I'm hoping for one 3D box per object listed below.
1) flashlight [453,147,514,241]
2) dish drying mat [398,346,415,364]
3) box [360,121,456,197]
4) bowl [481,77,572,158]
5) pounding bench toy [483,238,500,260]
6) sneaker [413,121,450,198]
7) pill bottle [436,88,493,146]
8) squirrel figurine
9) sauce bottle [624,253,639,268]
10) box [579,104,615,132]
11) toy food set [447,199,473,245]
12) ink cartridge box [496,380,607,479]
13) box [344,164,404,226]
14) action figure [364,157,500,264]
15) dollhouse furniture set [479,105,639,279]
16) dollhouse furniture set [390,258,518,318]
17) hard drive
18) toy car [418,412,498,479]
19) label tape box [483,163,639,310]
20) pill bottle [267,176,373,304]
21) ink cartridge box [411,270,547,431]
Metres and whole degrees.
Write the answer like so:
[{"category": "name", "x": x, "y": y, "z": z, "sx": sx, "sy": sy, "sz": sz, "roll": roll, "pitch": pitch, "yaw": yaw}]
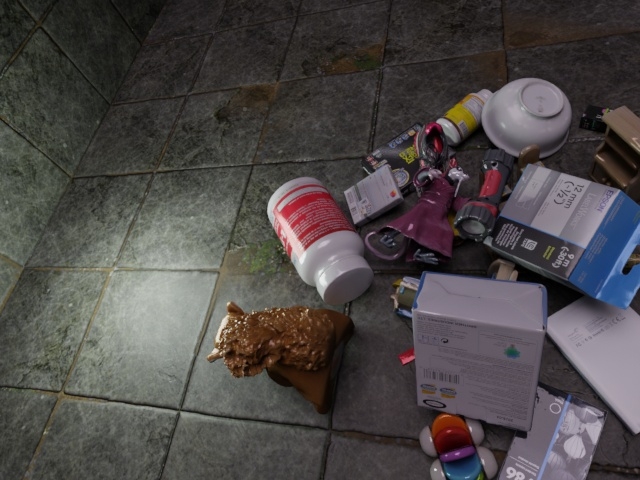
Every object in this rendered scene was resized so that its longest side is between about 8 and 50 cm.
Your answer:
[{"category": "flashlight", "x": 0.454, "y": -0.136, "z": 1.277, "sx": 0.103, "sy": 0.103, "sz": 0.304, "roll": 11, "pitch": 54, "yaw": 26}, {"category": "dish drying mat", "x": 0.267, "y": 0.326, "z": 1.335, "sx": 0.083, "sy": 0.008, "sz": 0.032, "roll": -30, "pitch": 53, "yaw": 1}, {"category": "box", "x": 0.314, "y": -0.285, "z": 1.673, "sx": 0.270, "sy": 0.060, "sz": 0.216, "roll": -34, "pitch": 54, "yaw": -2}, {"category": "bowl", "x": 0.695, "y": -0.427, "z": 1.521, "sx": 0.297, "sy": 0.134, "sz": 0.298, "roll": 0, "pitch": 69, "yaw": 0}, {"category": "pounding bench toy", "x": 0.541, "y": 0.012, "z": 1.392, "sx": 0.083, "sy": 0.065, "sz": 0.052, "roll": -29, "pitch": 54, "yaw": 14}, {"category": "sneaker", "x": 0.373, "y": -0.240, "z": 1.533, "sx": 0.120, "sy": 0.112, "sz": 0.299, "roll": -12, "pitch": 89, "yaw": -3}, {"category": "pill bottle", "x": 0.525, "y": -0.444, "z": 1.661, "sx": 0.215, "sy": 0.117, "sz": 0.117, "roll": -39, "pitch": 54, "yaw": -7}, {"category": "squirrel figurine", "x": -0.135, "y": 0.272, "z": 1.278, "sx": 0.370, "sy": 0.397, "sz": 0.281, "roll": 13, "pitch": 69, "yaw": 17}, {"category": "sauce bottle", "x": 0.858, "y": 0.056, "z": 1.270, "sx": 0.128, "sy": 0.042, "sz": 0.042, "roll": 0, "pitch": 59, "yaw": 21}, {"category": "box", "x": 0.913, "y": -0.402, "z": 1.533, "sx": 0.083, "sy": 0.052, "sz": 0.062, "roll": 27, "pitch": 70, "yaw": 32}, {"category": "toy food set", "x": 0.445, "y": -0.044, "z": 1.466, "sx": 0.217, "sy": 0.071, "sz": 0.128, "roll": -27, "pitch": 36, "yaw": 13}, {"category": "ink cartridge box", "x": 0.529, "y": 0.516, "z": 1.086, "sx": 0.165, "sy": 0.065, "sz": 0.333, "roll": 21, "pitch": 69, "yaw": 29}, {"category": "box", "x": 0.181, "y": -0.154, "z": 1.605, "sx": 0.186, "sy": 0.038, "sz": 0.145, "roll": -32, "pitch": 57, "yaw": 26}, {"category": "action figure", "x": 0.350, "y": -0.090, "z": 1.422, "sx": 0.248, "sy": 0.275, "sz": 0.370, "roll": 37, "pitch": 64, "yaw": -12}, {"category": "dollhouse furniture set", "x": 0.714, "y": -0.159, "z": 1.326, "sx": 0.394, "sy": 0.256, "sz": 0.362, "roll": -24, "pitch": 54, "yaw": 4}, {"category": "dollhouse furniture set", "x": 0.352, "y": 0.107, "z": 1.271, "sx": 0.303, "sy": 0.286, "sz": 0.198, "roll": 18, "pitch": 66, "yaw": 16}, {"category": "hard drive", "x": 0.748, "y": 0.286, "z": 1.165, "sx": 0.210, "sy": 0.040, "sz": 0.319, "roll": -31, "pitch": 54, "yaw": 0}, {"category": "toy car", "x": 0.328, "y": 0.506, "z": 1.119, "sx": 0.159, "sy": 0.136, "sz": 0.182, "roll": -20, "pitch": 54, "yaw": 7}, {"category": "label tape box", "x": 0.631, "y": -0.021, "z": 1.158, "sx": 0.347, "sy": 0.115, "sz": 0.249, "roll": 31, "pitch": 92, "yaw": 45}, {"category": "pill bottle", "x": 0.000, "y": 0.000, "z": 1.503, "sx": 0.229, "sy": 0.229, "sz": 0.408, "roll": -31, "pitch": 53, "yaw": -1}, {"category": "ink cartridge box", "x": 0.364, "y": 0.281, "z": 1.089, "sx": 0.270, "sy": 0.396, "sz": 0.151, "roll": 6, "pitch": 35, "yaw": 24}]
